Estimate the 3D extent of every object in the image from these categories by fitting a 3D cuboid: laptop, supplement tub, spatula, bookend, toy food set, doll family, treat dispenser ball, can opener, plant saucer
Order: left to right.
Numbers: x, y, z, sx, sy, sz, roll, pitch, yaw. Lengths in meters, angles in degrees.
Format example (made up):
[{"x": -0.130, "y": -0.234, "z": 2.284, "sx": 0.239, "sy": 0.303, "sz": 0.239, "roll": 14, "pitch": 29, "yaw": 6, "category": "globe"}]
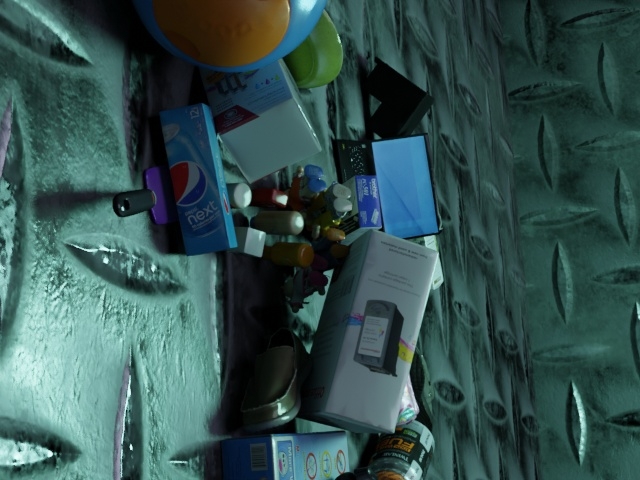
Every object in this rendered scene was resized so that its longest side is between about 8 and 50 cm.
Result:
[{"x": -0.228, "y": -0.056, "z": 1.400, "sx": 0.296, "sy": 0.030, "sz": 0.084, "roll": -56, "pitch": 135, "yaw": -84, "category": "spatula"}, {"x": -0.127, "y": -0.380, "z": 1.472, "sx": 0.288, "sy": 0.288, "sz": 0.288, "roll": -9, "pitch": 90, "yaw": -69, "category": "treat dispenser ball"}, {"x": -0.117, "y": -0.028, "z": 1.674, "sx": 0.232, "sy": 0.104, "sz": 0.111, "roll": 17, "pitch": 79, "yaw": -47, "category": "toy food set"}, {"x": -0.075, "y": -0.331, "z": 1.699, "sx": 0.037, "sy": 0.241, "sz": 0.241, "roll": -52, "pitch": 135, "yaw": -29, "category": "plant saucer"}, {"x": 0.000, "y": 0.000, "z": 1.840, "sx": 0.163, "sy": 0.118, "sz": 0.263, "roll": 143, "pitch": -51, "yaw": -63, "category": "doll family"}, {"x": 0.068, "y": 0.432, "z": 1.739, "sx": 0.186, "sy": 0.073, "sz": 0.059, "roll": 70, "pitch": 15, "yaw": -50, "category": "can opener"}, {"x": 0.151, "y": -0.307, "z": 2.412, "sx": 0.157, "sy": 0.156, "sz": 0.072, "roll": -55, "pitch": 159, "yaw": 10, "category": "bookend"}, {"x": 0.150, "y": -0.111, "z": 2.276, "sx": 0.264, "sy": 0.136, "sz": 0.234, "roll": -10, "pitch": 90, "yaw": -69, "category": "laptop"}, {"x": 0.155, "y": 0.450, "z": 2.102, "sx": 0.190, "sy": 0.117, "sz": 0.117, "roll": -56, "pitch": 134, "yaw": -61, "category": "supplement tub"}]

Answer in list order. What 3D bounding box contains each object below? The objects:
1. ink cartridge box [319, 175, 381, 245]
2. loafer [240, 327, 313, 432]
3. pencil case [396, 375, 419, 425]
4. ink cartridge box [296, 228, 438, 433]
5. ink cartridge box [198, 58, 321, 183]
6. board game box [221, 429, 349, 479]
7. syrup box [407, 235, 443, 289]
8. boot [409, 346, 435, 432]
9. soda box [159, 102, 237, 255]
[{"x": 0.050, "y": -0.049, "z": 1.953, "sx": 0.207, "sy": 0.046, "sz": 0.097, "roll": 151, "pitch": -64, "yaw": -68, "category": "ink cartridge box"}, {"x": -0.078, "y": 0.215, "z": 1.660, "sx": 0.251, "sy": 0.094, "sz": 0.087, "roll": -68, "pitch": 139, "yaw": -68, "category": "loafer"}, {"x": 0.123, "y": 0.228, "z": 2.104, "sx": 0.124, "sy": 0.124, "sz": 0.284, "roll": 0, "pitch": 83, "yaw": -68, "category": "pencil case"}, {"x": 0.072, "y": 0.158, "z": 1.755, "sx": 0.226, "sy": 0.131, "sz": 0.306, "roll": 144, "pitch": -38, "yaw": -73, "category": "ink cartridge box"}, {"x": -0.096, "y": -0.207, "z": 1.634, "sx": 0.127, "sy": 0.128, "sz": 0.176, "roll": 58, "pitch": 8, "yaw": -48, "category": "ink cartridge box"}, {"x": -0.040, "y": 0.456, "z": 1.651, "sx": 0.302, "sy": 0.086, "sz": 0.308, "roll": 22, "pitch": 62, "yaw": -66, "category": "board game box"}, {"x": 0.210, "y": -0.002, "z": 2.443, "sx": 0.096, "sy": 0.093, "sz": 0.237, "roll": -29, "pitch": 109, "yaw": -68, "category": "syrup box"}, {"x": 0.205, "y": 0.300, "z": 2.363, "sx": 0.161, "sy": 0.083, "sz": 0.247, "roll": -75, "pitch": 154, "yaw": -59, "category": "boot"}, {"x": -0.174, "y": -0.086, "z": 1.516, "sx": 0.071, "sy": 0.067, "sz": 0.210, "roll": -19, "pitch": 98, "yaw": -85, "category": "soda box"}]
